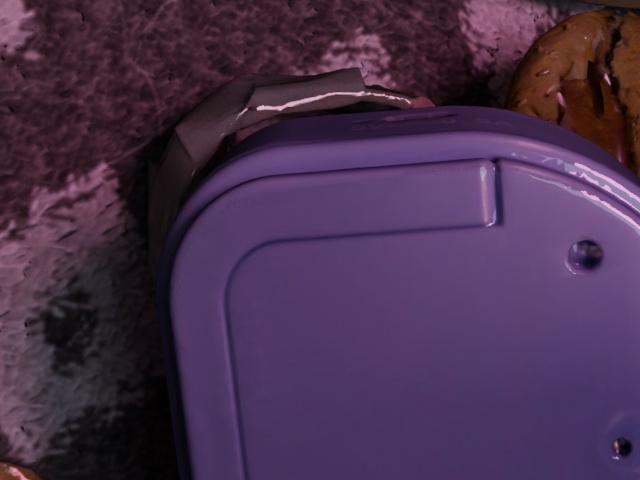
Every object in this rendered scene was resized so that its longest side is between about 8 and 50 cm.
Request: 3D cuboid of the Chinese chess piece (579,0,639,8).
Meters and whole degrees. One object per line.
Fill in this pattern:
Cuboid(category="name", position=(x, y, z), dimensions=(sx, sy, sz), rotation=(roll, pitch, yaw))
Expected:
Cuboid(category="Chinese chess piece", position=(0.286, -0.301, 0.922), dimensions=(0.349, 0.349, 0.146), rotation=(6, 74, -30))

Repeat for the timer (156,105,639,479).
Cuboid(category="timer", position=(0.098, 0.101, 0.781), dimensions=(0.395, 0.173, 0.395), rotation=(1, 104, 4))

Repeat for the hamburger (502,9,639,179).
Cuboid(category="hamburger", position=(0.217, -0.044, 0.981), dimensions=(0.285, 0.134, 0.265), rotation=(1, 81, -73))

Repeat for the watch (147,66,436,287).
Cuboid(category="watch", position=(0.000, 0.000, 0.898), dimensions=(0.241, 0.162, 0.253), rotation=(-18, 106, -18))

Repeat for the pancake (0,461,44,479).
Cuboid(category="pancake", position=(-0.241, 0.283, 0.833), dimensions=(0.282, 0.049, 0.282), rotation=(-3, 95, -31))
